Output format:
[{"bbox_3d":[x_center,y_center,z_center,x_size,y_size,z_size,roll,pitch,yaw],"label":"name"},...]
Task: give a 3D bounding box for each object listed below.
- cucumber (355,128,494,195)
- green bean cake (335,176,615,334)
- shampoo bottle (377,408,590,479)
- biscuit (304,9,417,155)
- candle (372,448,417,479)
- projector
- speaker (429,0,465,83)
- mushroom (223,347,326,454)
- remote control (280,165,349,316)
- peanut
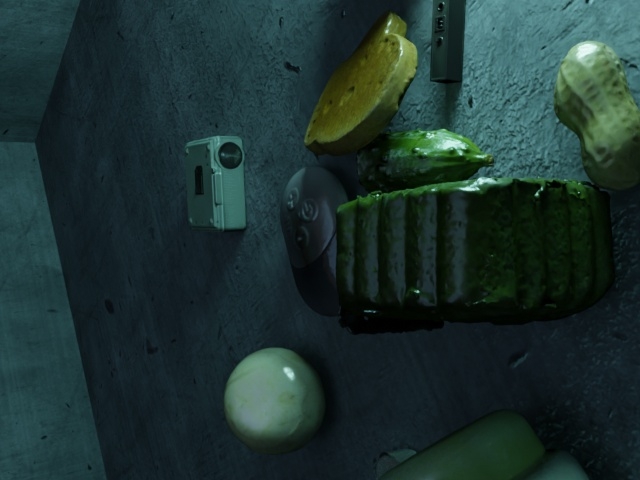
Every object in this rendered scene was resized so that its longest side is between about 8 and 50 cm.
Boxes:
[{"bbox_3d":[0.189,-0.135,1.121,0.244,0.134,0.134,1,94,44],"label":"cucumber"},{"bbox_3d":[0.212,0.031,0.921,0.319,0.335,0.218,-7,86,57],"label":"green bean cake"},{"bbox_3d":[0.249,0.432,0.919,0.322,0.322,0.317,-49,61,43],"label":"shampoo bottle"},{"bbox_3d":[0.085,-0.292,1.213,0.344,0.057,0.287,0,66,66],"label":"biscuit"},{"bbox_3d":[0.178,0.501,1.227,0.168,0.068,0.192,-5,91,56],"label":"candle"},{"bbox_3d":[-0.292,-0.151,1.761,0.192,0.099,0.256,3,96,51],"label":"projector"},{"bbox_3d":[0.220,-0.371,1.110,0.040,0.046,0.191,11,102,51],"label":"speaker"},{"bbox_3d":[-0.104,0.376,1.497,0.246,0.202,0.246,-5,69,13],"label":"mushroom"},{"bbox_3d":[0.000,0.000,1.387,0.221,0.103,0.332,-33,69,52],"label":"remote control"},{"bbox_3d":[0.382,-0.169,0.876,0.099,0.090,0.214,-17,75,8],"label":"peanut"}]
